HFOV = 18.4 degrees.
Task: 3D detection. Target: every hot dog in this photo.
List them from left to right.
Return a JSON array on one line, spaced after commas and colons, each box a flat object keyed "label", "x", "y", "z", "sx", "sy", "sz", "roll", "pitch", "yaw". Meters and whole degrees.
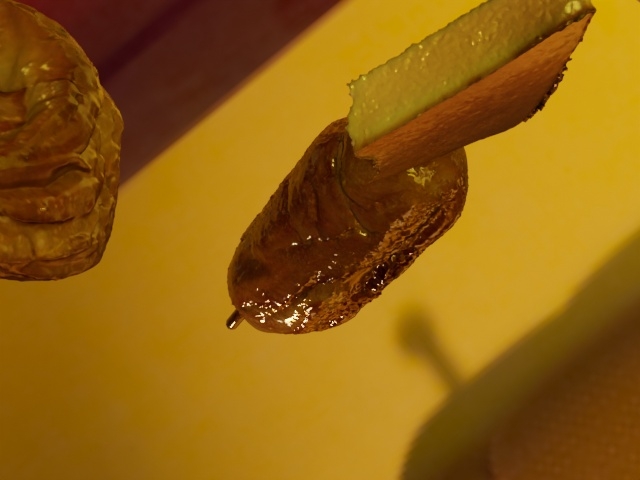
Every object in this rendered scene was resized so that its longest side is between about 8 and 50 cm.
[{"label": "hot dog", "x": -0.238, "y": -0.052, "z": 0.989, "sx": 0.196, "sy": 0.272, "sz": 0.122, "roll": -81, "pitch": -4, "yaw": -51}]

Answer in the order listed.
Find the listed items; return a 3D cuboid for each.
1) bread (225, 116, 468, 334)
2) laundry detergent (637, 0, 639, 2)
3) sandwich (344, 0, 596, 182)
[{"label": "bread", "x": 0.001, "y": -0.001, "z": 1.577, "sx": 0.084, "sy": 0.124, "sz": 0.344, "roll": -30, "pitch": -10, "yaw": -41}, {"label": "laundry detergent", "x": 0.145, "y": -0.200, "z": 0.954, "sx": 0.290, "sy": 0.094, "sz": 0.143, "roll": 20, "pitch": -55, "yaw": -36}, {"label": "sandwich", "x": 0.087, "y": -0.108, "z": 1.344, "sx": 0.162, "sy": 0.058, "sz": 0.193, "roll": -22, "pitch": -14, "yaw": -17}]
